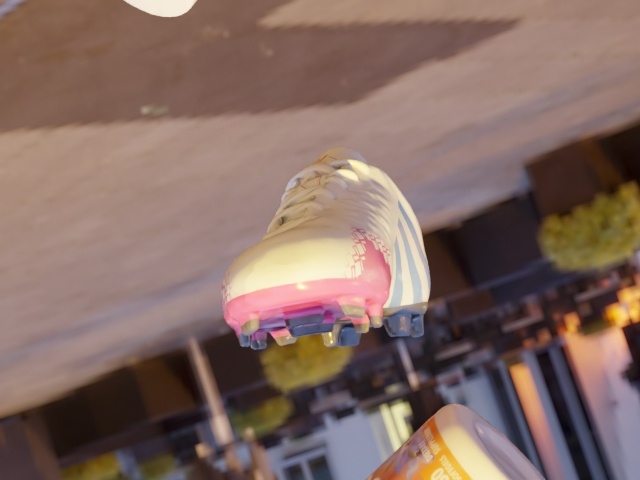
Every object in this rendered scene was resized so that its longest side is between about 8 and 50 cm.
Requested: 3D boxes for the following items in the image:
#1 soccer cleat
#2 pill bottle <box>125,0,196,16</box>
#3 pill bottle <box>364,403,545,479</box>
[{"bbox_3d":[0.000,0.000,1.177,0.116,0.143,0.331,-10,173,12],"label":"soccer cleat"},{"bbox_3d":[-0.061,-0.231,1.021,0.193,0.108,0.108,-57,-168,-26],"label":"pill bottle"},{"bbox_3d":[0.053,0.223,1.135,0.216,0.121,0.121,-45,168,10],"label":"pill bottle"}]
